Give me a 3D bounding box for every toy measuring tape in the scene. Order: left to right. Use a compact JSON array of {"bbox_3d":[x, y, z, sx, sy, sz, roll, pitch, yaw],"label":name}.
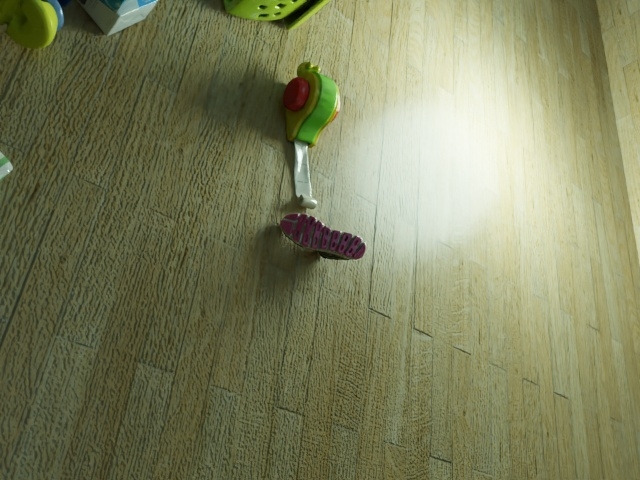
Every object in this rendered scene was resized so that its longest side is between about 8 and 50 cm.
[{"bbox_3d":[-0.012,-0.232,1.283,0.121,0.121,0.330,14,62,-36],"label":"toy measuring tape"}]

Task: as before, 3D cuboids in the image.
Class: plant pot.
[{"bbox_3d":[-0.074,-0.600,1.336,0.207,0.227,0.228,8,64,-45],"label":"plant pot"}]

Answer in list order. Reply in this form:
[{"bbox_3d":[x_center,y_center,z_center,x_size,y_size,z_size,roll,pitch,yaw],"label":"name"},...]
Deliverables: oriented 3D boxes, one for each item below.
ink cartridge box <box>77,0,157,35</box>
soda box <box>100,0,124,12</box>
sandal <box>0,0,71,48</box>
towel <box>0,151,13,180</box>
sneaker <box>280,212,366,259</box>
[{"bbox_3d":[-0.389,-0.463,1.105,0.181,0.061,0.104,51,45,-10],"label":"ink cartridge box"},{"bbox_3d":[-0.322,-0.486,1.079,0.067,0.071,0.210,35,48,-24],"label":"soda box"},{"bbox_3d":[-0.502,-0.450,0.972,0.317,0.126,0.138,53,40,-18],"label":"sandal"},{"bbox_3d":[-0.593,-0.133,0.792,0.325,0.038,0.248,41,47,-16],"label":"towel"},{"bbox_3d":[0.000,0.000,1.223,0.170,0.075,0.063,19,74,-8],"label":"sneaker"}]
